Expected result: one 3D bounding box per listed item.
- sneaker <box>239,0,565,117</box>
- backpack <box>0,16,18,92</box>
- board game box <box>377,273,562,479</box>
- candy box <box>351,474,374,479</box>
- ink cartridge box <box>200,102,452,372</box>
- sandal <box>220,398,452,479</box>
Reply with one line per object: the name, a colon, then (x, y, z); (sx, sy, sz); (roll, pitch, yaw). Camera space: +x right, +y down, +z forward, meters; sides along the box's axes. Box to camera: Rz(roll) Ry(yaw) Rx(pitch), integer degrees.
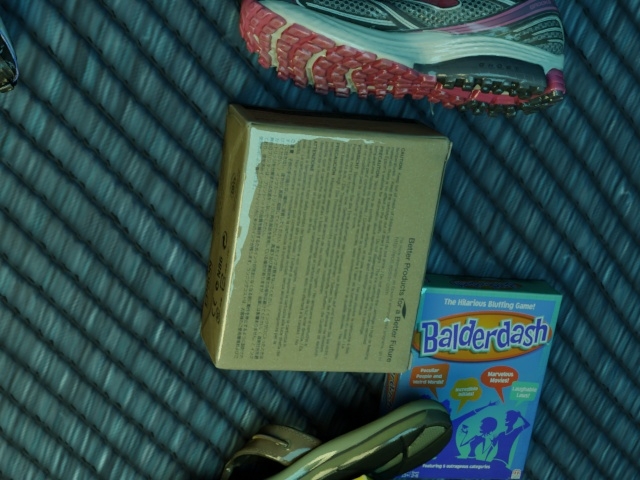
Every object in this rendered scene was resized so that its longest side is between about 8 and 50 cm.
sneaker: (0.073, -0.185, 1.107); (0.299, 0.121, 0.112); (7, 78, -17)
backpack: (-0.310, -0.169, 1.003); (0.105, 0.084, 0.114); (-23, 119, -8)
board game box: (0.146, 0.141, 1.266); (0.160, 0.047, 0.210); (3, 107, -17)
candy box: (-0.026, 0.292, 1.226); (0.206, 0.027, 0.105); (-27, 149, 11)
ink cartridge box: (0.000, 0.000, 1.152); (0.193, 0.088, 0.234); (4, 107, -19)
sandal: (-0.017, 0.217, 1.222); (0.303, 0.086, 0.120); (-25, 152, 6)
